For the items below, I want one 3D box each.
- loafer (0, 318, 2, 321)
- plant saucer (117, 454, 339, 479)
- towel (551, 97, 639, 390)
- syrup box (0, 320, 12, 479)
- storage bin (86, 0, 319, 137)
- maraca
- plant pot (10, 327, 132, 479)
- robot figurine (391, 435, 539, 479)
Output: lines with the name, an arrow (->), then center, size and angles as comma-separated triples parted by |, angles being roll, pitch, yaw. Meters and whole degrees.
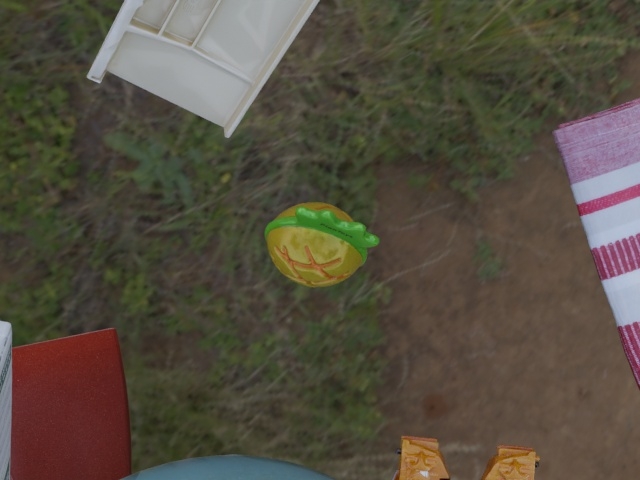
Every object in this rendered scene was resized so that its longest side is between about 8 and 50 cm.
loafer -> -0.446, 0.065, 1.529 | 0.084, 0.096, 0.267 | -18, 132, 29
plant saucer -> -0.029, 0.246, 0.572 | 0.044, 0.318, 0.317 | -8, 105, 50
towel -> 0.396, 0.004, 1.457 | 0.237, 0.037, 0.328 | -18, 89, -3
syrup box -> -0.253, 0.155, 0.914 | 0.096, 0.093, 0.236 | 11, 133, -1
storage bin -> -0.044, -0.262, 1.113 | 0.123, 0.262, 0.260 | 27, 137, -11
maraca -> 0.000, 0.000, 1.730 | 0.127, 0.099, 0.186 | 19, 160, -13
plant pot -> -0.409, 0.292, 1.957 | 0.267, 0.267, 0.235 | -33, 73, 41
robot figurine -> 0.143, 0.355, 1.497 | 0.211, 0.085, 0.290 | 6, 89, 3
